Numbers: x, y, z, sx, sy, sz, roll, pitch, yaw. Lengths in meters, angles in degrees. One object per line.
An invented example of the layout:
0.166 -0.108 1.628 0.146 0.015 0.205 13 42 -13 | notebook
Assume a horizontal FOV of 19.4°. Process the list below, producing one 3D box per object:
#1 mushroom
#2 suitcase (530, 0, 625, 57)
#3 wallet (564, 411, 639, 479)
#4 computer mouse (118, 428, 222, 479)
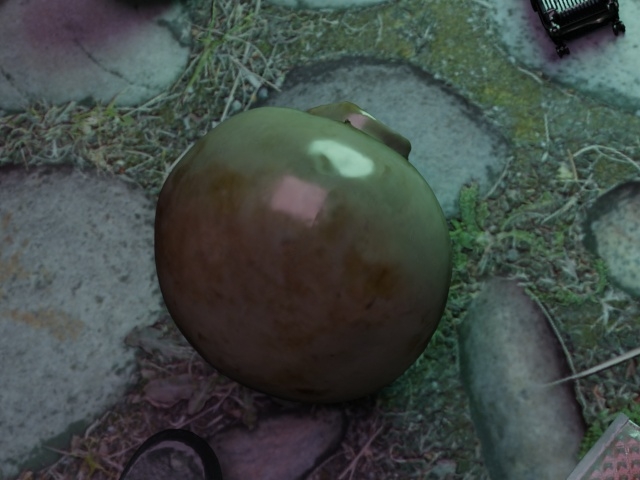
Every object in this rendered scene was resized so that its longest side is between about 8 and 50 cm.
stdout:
0.000 0.000 1.789 0.297 0.298 0.290 12 33 21 | mushroom
0.254 -0.262 1.916 0.086 0.059 0.126 -21 61 6 | suitcase
0.254 0.262 1.714 0.103 0.020 0.196 36 81 27 | wallet
-0.164 0.292 1.803 0.113 0.068 0.229 24 87 11 | computer mouse
